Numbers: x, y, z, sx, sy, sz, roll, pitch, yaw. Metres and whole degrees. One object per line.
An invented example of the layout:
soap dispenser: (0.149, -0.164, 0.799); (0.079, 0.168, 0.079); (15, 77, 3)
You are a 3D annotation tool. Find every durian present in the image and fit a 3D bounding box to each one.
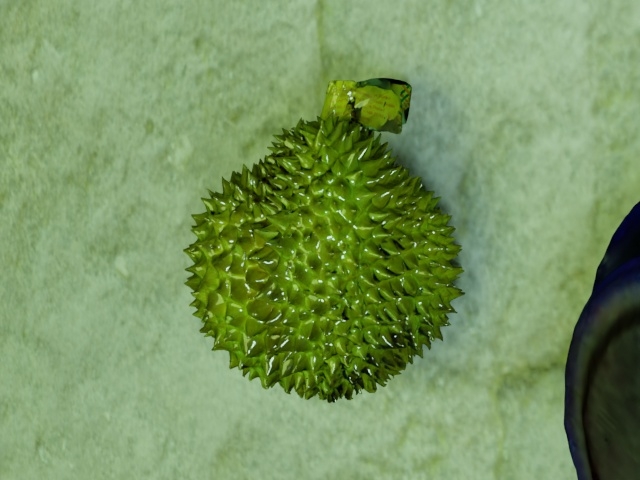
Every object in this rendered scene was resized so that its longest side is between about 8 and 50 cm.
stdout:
durian: (0.002, 0.014, 1.148); (0.159, 0.146, 0.198); (59, 144, 20)

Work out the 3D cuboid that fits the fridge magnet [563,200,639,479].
fridge magnet: (0.212, 0.093, 0.916); (0.265, 0.112, 0.265); (30, 128, 49)
